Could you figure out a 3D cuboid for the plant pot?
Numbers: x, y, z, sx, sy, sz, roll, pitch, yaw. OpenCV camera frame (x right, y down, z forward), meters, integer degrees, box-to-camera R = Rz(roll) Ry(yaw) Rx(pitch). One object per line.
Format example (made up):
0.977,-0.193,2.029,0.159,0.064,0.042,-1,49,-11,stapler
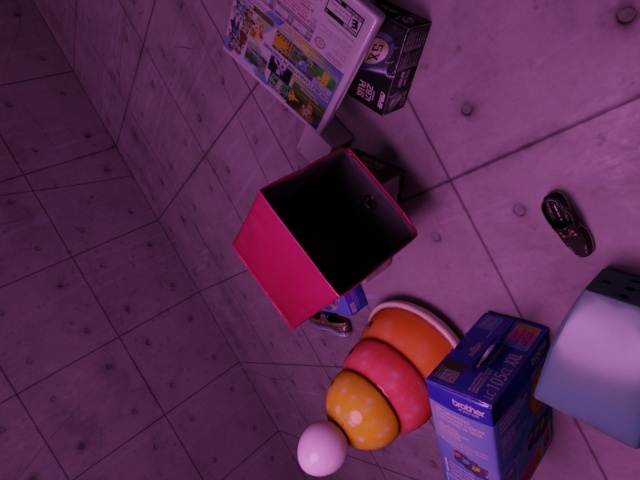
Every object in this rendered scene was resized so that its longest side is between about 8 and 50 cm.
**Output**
0.504,0.181,0.730,0.166,0.166,0.234,21,123,43,plant pot

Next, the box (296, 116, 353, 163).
0.010,-0.253,1.088,0.102,0.087,0.101,51,146,13,box

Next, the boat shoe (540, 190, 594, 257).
0.439,-0.024,0.755,0.133,0.042,0.049,59,144,-2,boat shoe

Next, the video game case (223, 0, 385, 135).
-0.057,-0.436,0.891,0.329,0.036,0.300,44,141,7,video game case

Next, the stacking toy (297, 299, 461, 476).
0.132,0.406,1.087,0.351,0.480,0.350,31,137,35,stacking toy

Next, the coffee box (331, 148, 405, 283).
0.101,-0.061,1.090,0.168,0.119,0.297,33,138,33,coffee box

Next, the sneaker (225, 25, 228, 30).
-0.107,-0.453,1.044,0.366,0.135,0.150,32,135,36,sneaker

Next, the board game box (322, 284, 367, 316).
-0.007,0.065,1.365,0.233,0.078,0.346,-2,113,53,board game box

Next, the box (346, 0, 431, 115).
0.119,-0.375,0.862,0.147,0.078,0.180,41,142,24,box

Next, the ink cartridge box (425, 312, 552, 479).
0.375,0.346,0.916,0.151,0.270,0.395,9,122,47,ink cartridge box

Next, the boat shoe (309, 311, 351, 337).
0.033,0.280,1.501,0.183,0.066,0.066,14,121,35,boat shoe

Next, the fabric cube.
0.000,0.000,0.932,0.254,0.259,0.258,52,147,8,fabric cube
